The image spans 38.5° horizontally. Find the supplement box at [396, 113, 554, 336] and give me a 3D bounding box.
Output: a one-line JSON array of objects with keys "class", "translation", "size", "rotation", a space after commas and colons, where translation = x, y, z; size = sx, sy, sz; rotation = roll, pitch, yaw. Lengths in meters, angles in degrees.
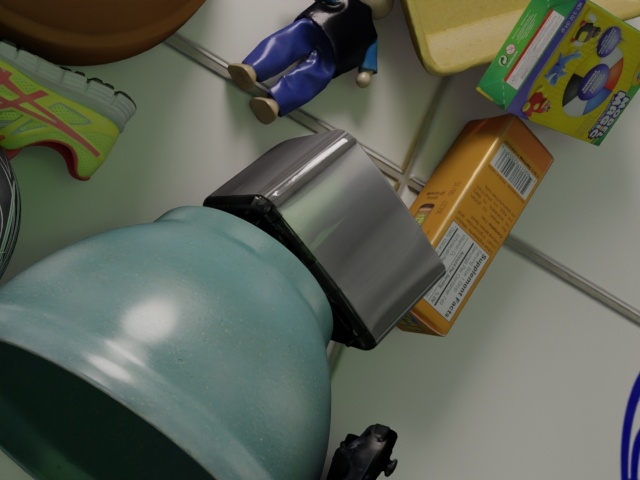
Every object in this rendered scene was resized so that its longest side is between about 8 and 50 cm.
[{"class": "supplement box", "translation": [0.138, -0.017, 0.929], "size": [0.080, 0.078, 0.233], "rotation": [44, 71, -22]}]

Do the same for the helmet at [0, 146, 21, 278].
[{"class": "helmet", "translation": [-0.299, -0.013, 0.654], "size": [0.162, 0.169, 0.169], "rotation": [3, 88, -6]}]

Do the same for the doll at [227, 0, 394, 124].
[{"class": "doll", "translation": [0.001, -0.195, 0.880], "size": [0.189, 0.046, 0.129], "rotation": [-39, 107, -22]}]

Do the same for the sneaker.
[{"class": "sneaker", "translation": [-0.257, -0.110, 0.730], "size": [0.209, 0.081, 0.094], "rotation": [21, 87, -22]}]

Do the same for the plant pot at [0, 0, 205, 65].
[{"class": "plant pot", "translation": [-0.176, -0.296, 0.705], "size": [0.291, 0.203, 0.290], "rotation": [0, 90, -27]}]

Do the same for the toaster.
[{"class": "toaster", "translation": [0.000, 0.000, 0.799], "size": [0.110, 0.186, 0.168], "rotation": [-42, 106, -17]}]

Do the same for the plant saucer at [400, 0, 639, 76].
[{"class": "plant saucer", "translation": [0.178, -0.360, 0.955], "size": [0.333, 0.081, 0.332], "rotation": [-21, 98, -25]}]

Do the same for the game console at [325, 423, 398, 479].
[{"class": "game console", "translation": [0.005, 0.243, 0.721], "size": [0.044, 0.361, 0.213], "rotation": [21, 65, 7]}]

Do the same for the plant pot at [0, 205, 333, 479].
[{"class": "plant pot", "translation": [-0.108, 0.099, 0.701], "size": [0.293, 0.293, 0.196], "rotation": [48, 55, -18]}]

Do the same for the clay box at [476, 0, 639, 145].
[{"class": "clay box", "translation": [0.271, -0.175, 0.950], "size": [0.222, 0.053, 0.127], "rotation": [9, 120, -45]}]
